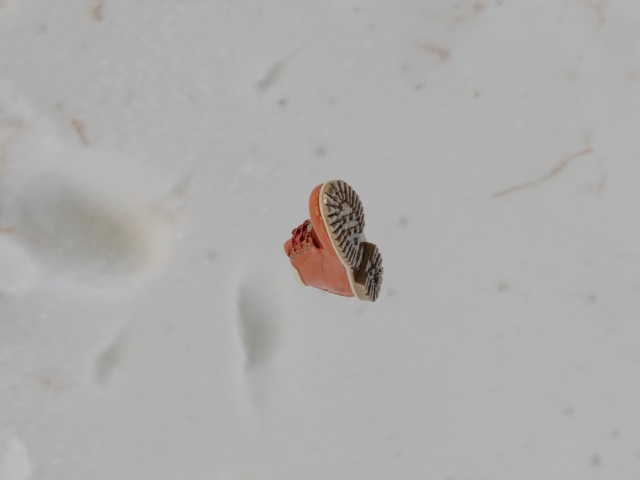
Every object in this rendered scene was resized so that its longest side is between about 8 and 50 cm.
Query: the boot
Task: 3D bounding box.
[{"bbox_3d":[0.000,0.000,1.659,0.158,0.085,0.059,71,33,-51],"label":"boot"}]
